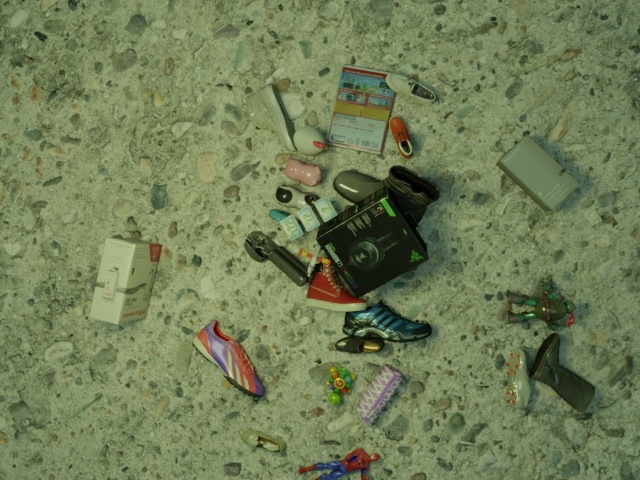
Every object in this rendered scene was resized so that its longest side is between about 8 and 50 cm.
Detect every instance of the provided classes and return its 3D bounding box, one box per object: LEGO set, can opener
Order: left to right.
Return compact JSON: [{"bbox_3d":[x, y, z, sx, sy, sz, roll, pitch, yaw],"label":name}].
[{"bbox_3d":[-0.152,0.071,1.928,0.283,0.076,0.095,40,127,19],"label":"can opener"},{"bbox_3d":[0.000,0.000,1.839,0.182,0.060,0.244,-29,93,-1],"label":"LEGO set"}]

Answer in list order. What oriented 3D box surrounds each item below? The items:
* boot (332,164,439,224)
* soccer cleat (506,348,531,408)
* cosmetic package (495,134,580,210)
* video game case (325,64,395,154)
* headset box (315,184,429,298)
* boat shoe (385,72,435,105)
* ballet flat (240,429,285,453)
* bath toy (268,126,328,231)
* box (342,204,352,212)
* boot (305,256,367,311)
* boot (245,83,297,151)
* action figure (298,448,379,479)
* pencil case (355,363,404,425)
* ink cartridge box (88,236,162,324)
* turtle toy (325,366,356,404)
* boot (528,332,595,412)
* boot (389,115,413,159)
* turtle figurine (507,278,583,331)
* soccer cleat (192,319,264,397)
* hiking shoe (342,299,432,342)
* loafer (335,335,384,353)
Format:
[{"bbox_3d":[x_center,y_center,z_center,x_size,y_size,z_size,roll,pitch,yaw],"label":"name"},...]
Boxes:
[{"bbox_3d":[0.213,-0.185,1.809,0.338,0.222,0.118,20,68,3],"label":"boot"},{"bbox_3d":[0.661,0.456,1.830,0.076,0.068,0.196,7,85,-17],"label":"soccer cleat"},{"bbox_3d":[0.708,-0.219,1.813,0.238,0.107,0.127,43,97,3],"label":"cosmetic package"},{"bbox_3d":[0.143,-0.456,1.933,0.204,0.025,0.285,13,91,8],"label":"video game case"},{"bbox_3d":[0.172,0.001,1.735,0.283,0.131,0.246,-30,105,15],"label":"headset box"},{"bbox_3d":[0.308,-0.517,1.879,0.184,0.063,0.066,34,88,-3],"label":"boat shoe"},{"bbox_3d":[-0.205,0.707,1.944,0.168,0.052,0.057,11,91,8],"label":"ballet flat"},{"bbox_3d":[-0.057,-0.211,1.889,0.151,0.129,0.348,10,103,-35],"label":"bath toy"},{"bbox_3d":[0.155,0.009,1.879,0.231,0.056,0.183,28,100,16],"label":"box"},{"bbox_3d":[0.055,0.147,1.864,0.244,0.088,0.176,5,87,40],"label":"boot"},{"bbox_3d":[-0.175,-0.412,1.954,0.123,0.095,0.258,-24,81,17],"label":"boot"},{"bbox_3d":[0.065,0.783,1.868,0.280,0.139,0.091,-20,87,5],"label":"action figure"},{"bbox_3d":[0.199,0.520,1.875,0.086,0.088,0.206,32,92,5],"label":"pencil case"},{"bbox_3d":[-0.680,0.138,1.943,0.117,0.207,0.283,13,91,10],"label":"ink cartridge box"},{"bbox_3d":[0.063,0.500,1.904,0.095,0.066,0.130,17,91,8],"label":"turtle toy"},{"bbox_3d":[0.803,0.428,1.801,0.208,0.076,0.189,29,81,4],"label":"boot"},{"bbox_3d":[0.277,-0.355,1.881,0.059,0.084,0.158,-22,88,9],"label":"boot"},{"bbox_3d":[0.732,0.215,1.799,0.234,0.118,0.175,-2,89,13],"label":"turtle figurine"},{"bbox_3d":[-0.304,0.418,1.940,0.318,0.108,0.116,41,90,9],"label":"soccer cleat"},{"bbox_3d":[0.224,0.268,1.863,0.304,0.113,0.132,3,90,8],"label":"hiking shoe"},{"bbox_3d":[0.132,0.359,1.900,0.170,0.061,0.062,-7,89,8],"label":"loafer"}]
